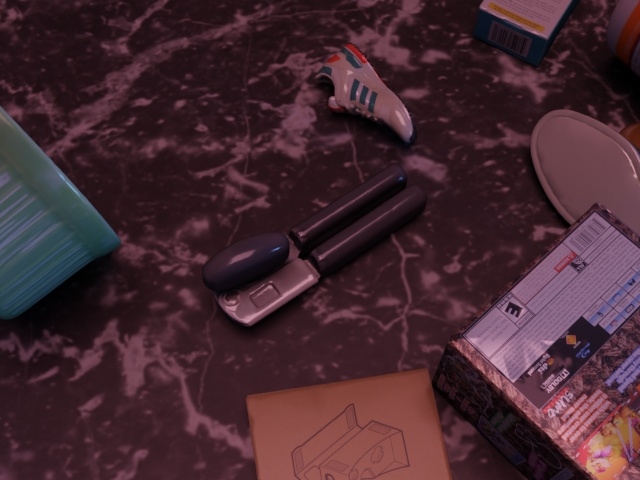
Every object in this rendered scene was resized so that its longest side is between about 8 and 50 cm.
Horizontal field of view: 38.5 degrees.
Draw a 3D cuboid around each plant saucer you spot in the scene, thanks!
[{"bbox_3d":[0.409,-0.116,1.137,0.083,0.015,0.083,0,64,-1],"label":"plant saucer"}]

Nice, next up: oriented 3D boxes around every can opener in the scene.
[{"bbox_3d":[0.000,0.000,1.042,0.280,0.093,0.074,-31,67,-20],"label":"can opener"}]

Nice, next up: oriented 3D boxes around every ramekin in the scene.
[{"bbox_3d":[-0.366,-0.059,0.955,0.148,0.303,0.303,-43,71,-11],"label":"ramekin"}]

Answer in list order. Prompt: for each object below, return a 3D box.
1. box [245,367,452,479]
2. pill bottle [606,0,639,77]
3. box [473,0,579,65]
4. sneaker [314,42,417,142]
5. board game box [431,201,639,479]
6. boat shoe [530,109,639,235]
[{"bbox_3d":[0.032,0.228,0.962,0.201,0.021,0.164,-8,64,-5],"label":"box"},{"bbox_3d":[0.547,-0.188,1.058,0.224,0.224,0.392,-35,69,-16],"label":"pill bottle"},{"bbox_3d":[0.306,-0.354,1.229,0.100,0.060,0.244,29,67,13],"label":"box"},{"bbox_3d":[0.055,-0.170,1.148,0.075,0.057,0.161,-36,69,1],"label":"sneaker"},{"bbox_3d":[0.301,0.152,0.933,0.232,0.141,0.291,-39,70,-18],"label":"board game box"},{"bbox_3d":[0.378,-0.036,1.072,0.319,0.116,0.099,46,28,26],"label":"boat shoe"}]
